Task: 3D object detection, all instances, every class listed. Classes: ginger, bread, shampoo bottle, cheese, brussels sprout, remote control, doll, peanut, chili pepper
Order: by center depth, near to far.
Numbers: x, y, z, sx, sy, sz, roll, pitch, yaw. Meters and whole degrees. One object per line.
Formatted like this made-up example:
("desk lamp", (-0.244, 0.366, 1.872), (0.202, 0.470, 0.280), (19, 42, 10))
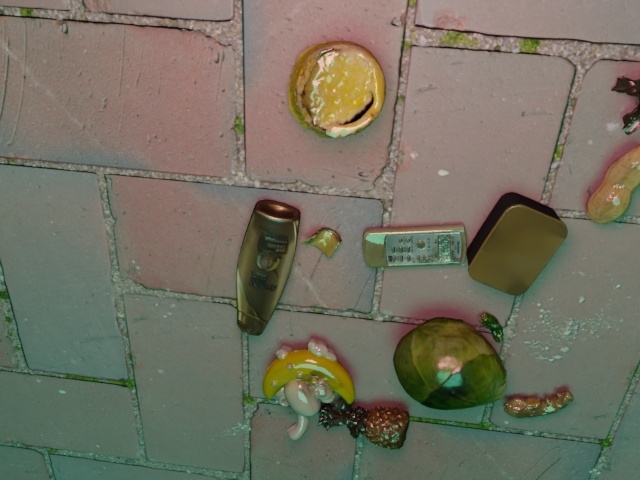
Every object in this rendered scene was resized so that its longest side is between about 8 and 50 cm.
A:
("bread", (0.029, -0.283, 1.070), (0.197, 0.170, 0.197), (0, 108, 0))
("peanut", (0.606, -0.111, 1.137), (0.082, 0.082, 0.187), (19, 120, -3))
("remote control", (0.213, 0.013, 1.284), (0.234, 0.038, 0.098), (-3, 119, 8))
("cheese", (-0.001, -0.001, 1.302), (0.084, 0.041, 0.060), (19, 128, -21))
("shampoo bottle", (-0.137, 0.074, 1.338), (0.126, 0.084, 0.350), (16, 120, -4))
("brussels sprout", (0.318, 0.300, 1.342), (0.271, 0.210, 0.219), (20, 126, -21))
("chili pepper", (0.418, 0.208, 1.374), (0.091, 0.034, 0.030), (48, 147, -19))
("ginger", (0.566, 0.428, 1.465), (0.174, 0.051, 0.069), (-18, 121, 11))
("doll", (-0.038, 0.382, 1.481), (0.237, 0.111, 0.252), (-28, 104, 9))

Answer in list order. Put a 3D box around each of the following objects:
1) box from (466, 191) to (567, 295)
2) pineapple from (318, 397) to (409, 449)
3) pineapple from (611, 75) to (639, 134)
("box", (0.418, 0.005, 1.222), (0.145, 0.090, 0.201), (21, 119, -4))
("pineapple", (0.112, 0.489, 1.532), (0.251, 0.125, 0.125), (8, 120, 15))
("pineapple", (0.697, -0.306, 0.974), (0.365, 0.165, 0.165), (-29, 111, 22))
